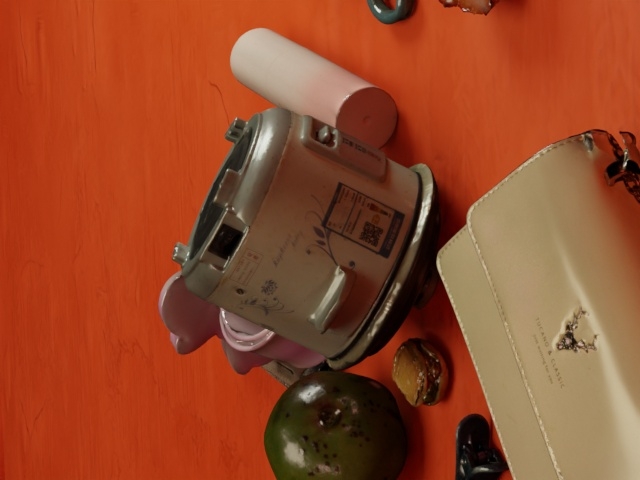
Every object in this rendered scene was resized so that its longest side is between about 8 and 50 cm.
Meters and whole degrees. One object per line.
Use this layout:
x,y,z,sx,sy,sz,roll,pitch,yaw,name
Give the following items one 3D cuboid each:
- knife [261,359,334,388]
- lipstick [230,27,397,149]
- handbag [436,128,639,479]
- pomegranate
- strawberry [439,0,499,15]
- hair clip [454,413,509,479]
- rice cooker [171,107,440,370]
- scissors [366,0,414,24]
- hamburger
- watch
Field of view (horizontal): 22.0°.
-0.059,0.151,2.335,0.089,0.043,0.365,-60,26,-4,knife
-0.014,-0.198,2.122,0.327,0.087,0.087,36,126,57,lipstick
0.261,0.107,1.535,0.237,0.160,0.358,-48,52,47,handbag
0.019,0.264,2.060,0.224,0.181,0.181,93,161,-63,pomegranate
0.158,-0.323,1.760,0.187,0.082,0.146,66,154,22,strawberry
0.156,0.324,1.913,0.083,0.048,0.275,56,143,38,hair clip
0.000,0.000,1.910,0.264,0.316,0.317,-60,39,21,rice cooker
0.037,-0.359,2.039,0.289,0.041,0.138,38,135,56,scissors
0.120,0.156,1.958,0.083,0.044,0.076,-123,36,-48,hamburger
-0.069,0.077,2.148,0.217,0.211,0.248,33,99,55,watch
